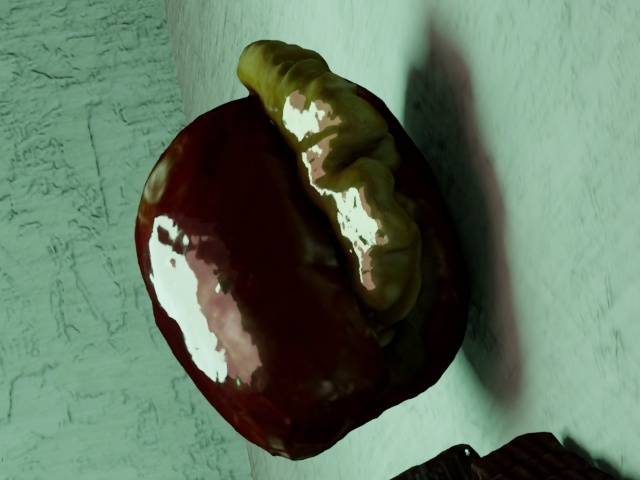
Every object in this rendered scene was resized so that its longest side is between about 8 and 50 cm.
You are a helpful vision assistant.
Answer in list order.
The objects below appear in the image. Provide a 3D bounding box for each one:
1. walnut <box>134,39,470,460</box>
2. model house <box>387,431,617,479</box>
[{"bbox_3d":[0.000,0.000,1.295,0.269,0.222,0.244,57,135,35],"label":"walnut"},{"bbox_3d":[0.043,0.247,1.019,0.282,0.317,0.297,91,154,-56],"label":"model house"}]
